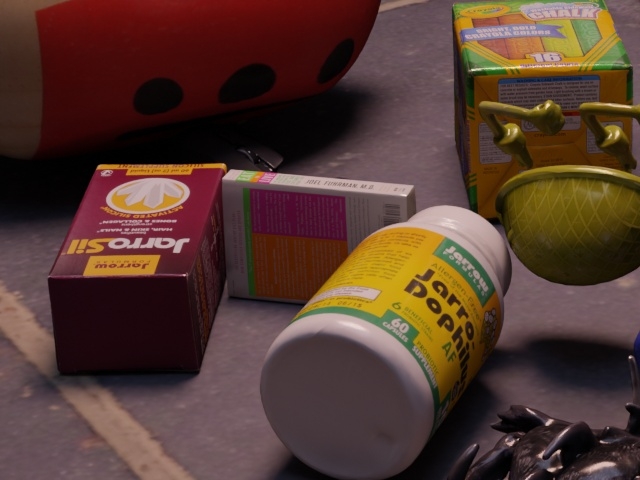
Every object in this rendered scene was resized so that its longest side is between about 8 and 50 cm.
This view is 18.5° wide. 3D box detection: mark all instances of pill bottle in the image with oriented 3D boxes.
[{"bbox_3d":[0.053,0.059,1.301,0.117,0.118,0.208,8,28,23],"label":"pill bottle"}]

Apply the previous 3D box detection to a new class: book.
[{"bbox_3d":[0.000,0.000,1.450,0.144,0.096,0.035,7,28,20],"label":"book"}]

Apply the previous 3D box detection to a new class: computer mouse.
[{"bbox_3d":[-0.036,-0.057,1.631,0.242,0.041,0.071,16,32,34],"label":"computer mouse"}]

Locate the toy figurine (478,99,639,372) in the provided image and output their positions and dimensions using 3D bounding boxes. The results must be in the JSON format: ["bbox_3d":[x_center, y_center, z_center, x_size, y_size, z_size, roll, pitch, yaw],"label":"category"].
[{"bbox_3d":[0.258,0.048,1.231,0.362,0.191,0.217,3,62,21],"label":"toy figurine"}]

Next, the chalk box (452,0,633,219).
[{"bbox_3d":[0.178,-0.122,1.628,0.132,0.132,0.213,-4,27,0],"label":"chalk box"}]

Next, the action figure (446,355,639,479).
[{"bbox_3d":[0.111,0.185,1.025,0.164,0.141,0.275,20,51,43],"label":"action figure"}]

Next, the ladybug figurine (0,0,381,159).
[{"bbox_3d":[-0.137,-0.176,1.687,0.449,0.162,0.305,-14,-5,-14],"label":"ladybug figurine"}]

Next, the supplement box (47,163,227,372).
[{"bbox_3d":[-0.129,0.017,1.452,0.104,0.081,0.188,-1,27,6],"label":"supplement box"}]
